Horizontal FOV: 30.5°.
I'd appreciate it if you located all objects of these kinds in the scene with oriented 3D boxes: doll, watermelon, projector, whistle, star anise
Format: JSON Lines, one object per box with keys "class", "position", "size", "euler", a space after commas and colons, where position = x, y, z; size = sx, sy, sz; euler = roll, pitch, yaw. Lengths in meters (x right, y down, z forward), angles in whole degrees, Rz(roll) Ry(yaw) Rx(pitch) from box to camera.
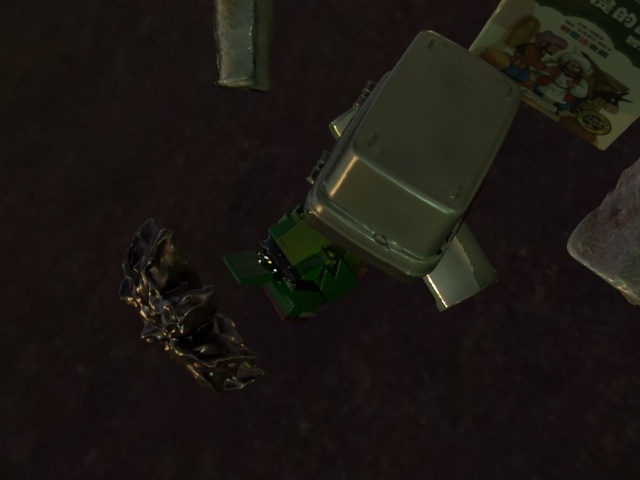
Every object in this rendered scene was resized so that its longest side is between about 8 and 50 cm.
{"class": "doll", "position": [0.003, 0.004, 1.264], "size": [0.186, 0.134, 0.106], "euler": [-36, 55, 1]}
{"class": "watermelon", "position": [0.459, 0.014, 1.560], "size": [0.258, 0.228, 0.388], "euler": [-6, 72, 6]}
{"class": "projector", "position": [0.141, -0.059, 1.777], "size": [0.108, 0.338, 0.108], "euler": [-31, -2, -1]}
{"class": "whistle", "position": [-0.068, -0.296, 1.045], "size": [0.068, 0.057, 0.327], "euler": [8, 99, 53]}
{"class": "star anise", "position": [-0.167, 0.093, 1.418], "size": [0.109, 0.223, 0.236], "euler": [-40, 19, -9]}

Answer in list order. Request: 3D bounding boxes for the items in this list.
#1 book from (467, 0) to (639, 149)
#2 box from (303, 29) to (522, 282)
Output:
{"class": "book", "position": [0.285, -0.214, 1.273], "size": [0.027, 0.202, 0.264], "euler": [-57, 0, -26]}
{"class": "box", "position": [0.087, -0.080, 1.086], "size": [0.210, 0.148, 0.129], "euler": [-59, 0, -37]}
